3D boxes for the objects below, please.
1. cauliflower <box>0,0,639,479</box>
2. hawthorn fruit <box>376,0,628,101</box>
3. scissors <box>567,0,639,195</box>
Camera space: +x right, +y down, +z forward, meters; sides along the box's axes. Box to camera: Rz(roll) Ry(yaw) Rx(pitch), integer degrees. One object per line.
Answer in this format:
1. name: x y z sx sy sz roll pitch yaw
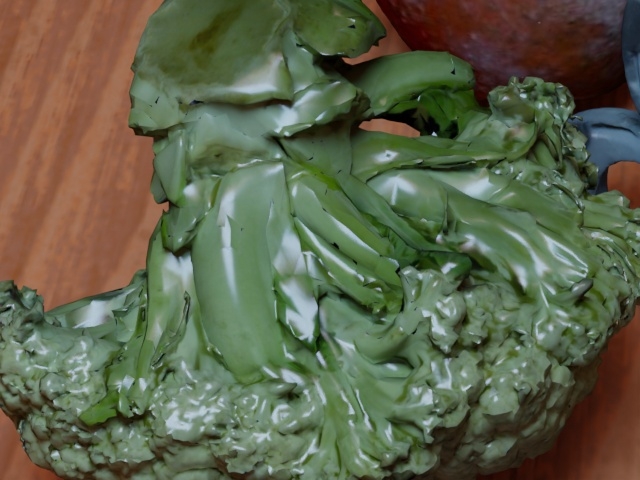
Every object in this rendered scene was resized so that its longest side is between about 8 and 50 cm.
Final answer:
1. cauliflower: 0.000 0.000 0.892 0.272 0.250 0.275 -3 25 32
2. hawthorn fruit: 0.106 -0.156 1.078 0.173 0.173 0.173 -4 50 5
3. scissors: 0.244 0.042 0.925 0.029 0.191 0.360 -24 66 -35
